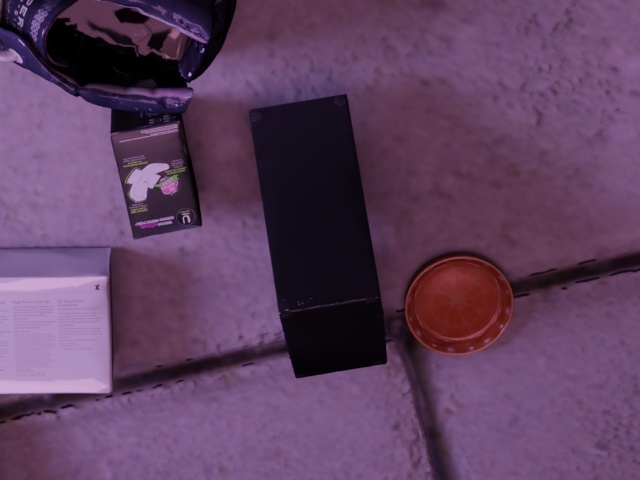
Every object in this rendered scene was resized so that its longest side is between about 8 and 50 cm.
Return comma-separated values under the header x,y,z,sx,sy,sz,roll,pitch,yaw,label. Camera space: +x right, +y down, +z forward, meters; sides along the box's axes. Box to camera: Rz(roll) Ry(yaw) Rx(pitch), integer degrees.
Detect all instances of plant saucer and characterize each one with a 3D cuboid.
x,y,z,sx,sy,sz,roll,pitch,yaw,label
0.105,0.048,1.472,0.083,0.013,0.083,-2,113,-4,plant saucer

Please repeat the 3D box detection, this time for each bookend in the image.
x,y,z,sx,sy,sz,roll,pitch,yaw,label
0.000,0.000,1.402,0.072,0.156,0.157,-9,70,0,bookend

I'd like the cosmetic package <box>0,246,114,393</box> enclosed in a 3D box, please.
x,y,z,sx,sy,sz,roll,pitch,yaw,label
-0.273,0.059,1.427,0.239,0.060,0.099,0,115,-4,cosmetic package

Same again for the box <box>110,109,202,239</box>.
x,y,z,sx,sy,sz,roll,pitch,yaw,label
-0.118,-0.053,1.387,0.052,0.062,0.083,-10,113,-1,box

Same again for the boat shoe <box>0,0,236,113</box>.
x,y,z,sx,sy,sz,roll,pitch,yaw,label
-0.217,-0.182,1.272,0.340,0.158,0.127,13,112,-10,boat shoe
